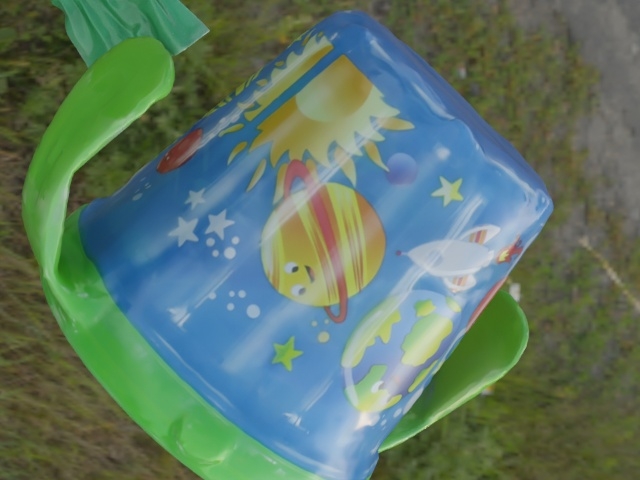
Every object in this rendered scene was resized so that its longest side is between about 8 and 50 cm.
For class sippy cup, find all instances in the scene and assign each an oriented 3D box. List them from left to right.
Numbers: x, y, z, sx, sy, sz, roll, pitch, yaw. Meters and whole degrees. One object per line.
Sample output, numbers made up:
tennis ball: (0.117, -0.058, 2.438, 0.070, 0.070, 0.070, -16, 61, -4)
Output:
sippy cup: (0.000, 0.000, 0.745, 0.224, 0.240, 0.305, -47, 167, 11)

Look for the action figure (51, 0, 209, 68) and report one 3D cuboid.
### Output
action figure: (-0.233, -0.274, 1.333, 0.232, 0.137, 0.063, 55, 11, -16)
